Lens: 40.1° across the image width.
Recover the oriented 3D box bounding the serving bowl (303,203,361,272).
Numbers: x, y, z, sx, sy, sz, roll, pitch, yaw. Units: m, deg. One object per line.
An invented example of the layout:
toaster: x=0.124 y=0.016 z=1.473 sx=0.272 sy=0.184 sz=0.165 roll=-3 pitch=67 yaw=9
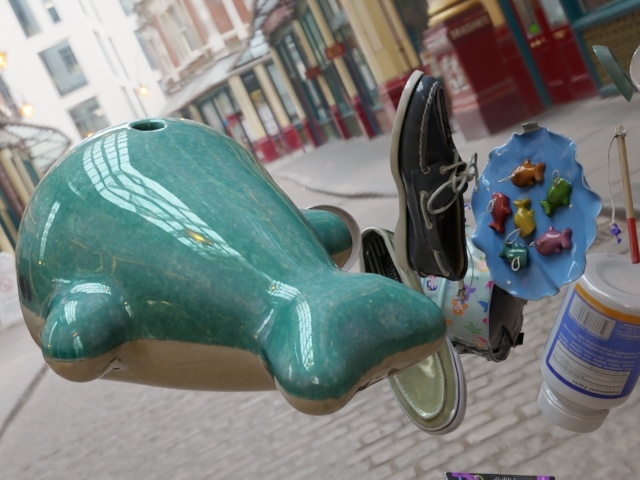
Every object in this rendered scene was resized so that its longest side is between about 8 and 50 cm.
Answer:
serving bowl: x=0.000 y=0.000 z=0.928 sx=0.083 sy=0.083 sz=0.027 roll=-25 pitch=17 yaw=-5

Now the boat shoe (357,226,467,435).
boat shoe: x=0.110 y=0.121 z=1.206 sx=0.109 sy=0.302 sz=0.094 roll=-28 pitch=-23 yaw=20

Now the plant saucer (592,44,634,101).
plant saucer: x=0.519 y=-0.298 z=1.541 sx=0.021 sy=0.119 sz=0.119 roll=-34 pitch=3 yaw=25

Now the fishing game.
fishing game: x=0.219 y=-0.031 z=0.937 sx=0.041 sy=0.189 sz=0.264 roll=1 pitch=-8 yaw=-33

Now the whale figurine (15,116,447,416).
whale figurine: x=-0.061 y=0.007 z=0.501 sx=0.216 sy=0.141 sz=0.272 roll=-21 pitch=25 yaw=-39

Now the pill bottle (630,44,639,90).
pill bottle: x=0.549 y=-0.216 z=1.289 sx=0.131 sy=0.131 sz=0.229 roll=-19 pitch=-29 yaw=36

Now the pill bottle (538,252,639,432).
pill bottle: x=0.439 y=0.168 z=1.389 sx=0.152 sy=0.272 sz=0.152 roll=8 pitch=32 yaw=-5

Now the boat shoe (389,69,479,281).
boat shoe: x=0.122 y=-0.058 z=0.924 sx=0.079 sy=0.255 sz=0.095 roll=18 pitch=42 yaw=27

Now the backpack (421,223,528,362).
backpack: x=0.279 y=0.087 z=1.587 sx=0.191 sy=0.225 sz=0.253 roll=12 pitch=-15 yaw=19

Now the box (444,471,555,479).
box: x=0.257 y=0.383 z=1.252 sx=0.162 sy=0.029 sz=0.116 roll=1 pitch=30 yaw=8
